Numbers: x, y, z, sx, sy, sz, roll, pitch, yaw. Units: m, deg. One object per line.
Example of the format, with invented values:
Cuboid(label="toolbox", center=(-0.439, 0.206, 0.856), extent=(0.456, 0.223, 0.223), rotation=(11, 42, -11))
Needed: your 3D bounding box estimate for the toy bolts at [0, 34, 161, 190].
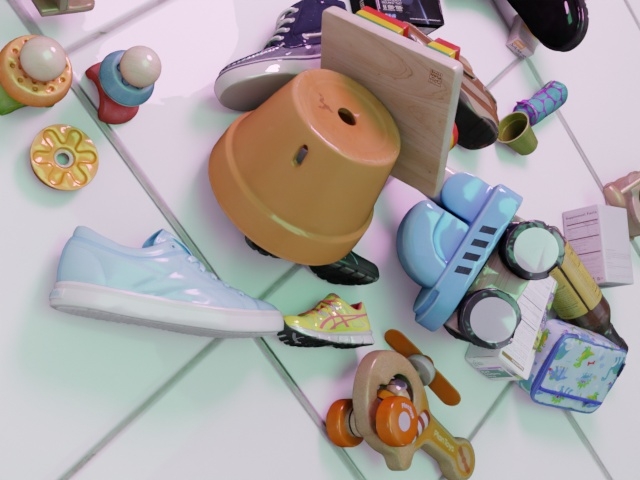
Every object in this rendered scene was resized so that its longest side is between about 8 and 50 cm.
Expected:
Cuboid(label="toy bolts", center=(-0.332, -0.202, 1.144), extent=(0.228, 0.158, 0.218), rotation=(-23, 94, -36))

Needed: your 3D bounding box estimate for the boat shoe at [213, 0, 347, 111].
Cuboid(label="boat shoe", center=(-0.062, -0.338, 1.404), extent=(0.340, 0.127, 0.158), rotation=(-17, 75, -37))

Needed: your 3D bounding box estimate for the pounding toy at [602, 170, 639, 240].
Cuboid(label="pounding toy", center=(0.797, -0.096, 1.914), extent=(0.269, 0.155, 0.154), rotation=(-22, 88, -36))

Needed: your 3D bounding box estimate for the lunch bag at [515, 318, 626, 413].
Cuboid(label="lunch bag", center=(0.524, 0.271, 1.652), extent=(0.219, 0.090, 0.176), rotation=(19, 104, -30))

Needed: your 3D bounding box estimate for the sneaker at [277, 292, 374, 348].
Cuboid(label="sneaker", center=(0.005, 0.136, 1.362), extent=(0.208, 0.081, 0.094), rotation=(11, 72, -43))

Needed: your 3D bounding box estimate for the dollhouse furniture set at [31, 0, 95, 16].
Cuboid(label="dollhouse furniture set", center=(-0.367, -0.490, 1.155), extent=(0.161, 0.212, 0.242), rotation=(-19, 64, -35))

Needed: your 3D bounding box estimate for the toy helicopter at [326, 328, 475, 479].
Cuboid(label="toy helicopter", center=(0.179, 0.319, 1.435), extent=(0.355, 0.140, 0.235), rotation=(45, 49, -31))

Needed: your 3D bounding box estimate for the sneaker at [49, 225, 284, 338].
Cuboid(label="sneaker", center=(-0.209, 0.060, 1.190), extent=(0.366, 0.135, 0.150), rotation=(15, 75, -33))

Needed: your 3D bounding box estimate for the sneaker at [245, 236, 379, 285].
Cuboid(label="sneaker", center=(0.000, 0.000, 1.371), extent=(0.267, 0.101, 0.106), rotation=(26, 64, -29))

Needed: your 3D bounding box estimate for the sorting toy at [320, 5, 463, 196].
Cuboid(label="sorting toy", center=(0.125, -0.242, 1.316), extent=(0.257, 0.255, 0.089), rotation=(32, 52, 26))

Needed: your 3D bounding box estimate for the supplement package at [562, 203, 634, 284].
Cuboid(label="supplement package", center=(0.635, 0.016, 1.808), extent=(0.105, 0.105, 0.179), rotation=(6, 77, -33))

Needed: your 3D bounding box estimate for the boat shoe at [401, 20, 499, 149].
Cuboid(label="boat shoe", center=(0.253, -0.325, 1.617), extent=(0.324, 0.122, 0.120), rotation=(43, 52, -28))

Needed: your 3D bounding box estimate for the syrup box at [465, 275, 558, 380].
Cuboid(label="syrup box", center=(0.392, 0.164, 1.613), extent=(0.096, 0.093, 0.237), rotation=(38, 61, -23))

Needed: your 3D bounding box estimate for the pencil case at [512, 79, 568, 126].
Cuboid(label="pencil case", center=(0.505, -0.315, 1.813), extent=(0.151, 0.064, 0.070), rotation=(-36, 117, -35))

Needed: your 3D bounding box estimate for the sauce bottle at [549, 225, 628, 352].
Cuboid(label="sauce bottle", center=(0.559, 0.128, 1.729), extent=(0.111, 0.111, 0.344), rotation=(-47, 109, -33))

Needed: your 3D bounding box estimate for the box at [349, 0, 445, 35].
Cuboid(label="box", center=(0.150, -0.494, 1.595), extent=(0.180, 0.077, 0.147), rotation=(-7, 83, -36))

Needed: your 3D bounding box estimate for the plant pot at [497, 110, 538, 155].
Cuboid(label="plant pot", center=(0.443, -0.229, 1.749), extent=(0.079, 0.083, 0.083), rotation=(38, 60, -36))

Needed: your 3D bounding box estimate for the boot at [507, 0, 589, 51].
Cuboid(label="boot", center=(0.410, -0.558, 1.728), extent=(0.260, 0.131, 0.348), rotation=(-8, 61, -37))

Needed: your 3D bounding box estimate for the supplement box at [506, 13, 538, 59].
Cuboid(label="supplement box", center=(0.477, -0.482, 1.846), extent=(0.062, 0.036, 0.098), rotation=(35, 60, -23))

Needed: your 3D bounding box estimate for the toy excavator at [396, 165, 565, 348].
Cuboid(label="toy excavator", center=(0.226, -0.072, 1.463), extent=(0.445, 0.222, 0.433), rotation=(32, 88, 0))

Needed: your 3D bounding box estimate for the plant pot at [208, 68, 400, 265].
Cuboid(label="plant pot", center=(-0.006, -0.133, 1.268), extent=(0.291, 0.203, 0.291), rotation=(22, 45, -23))
